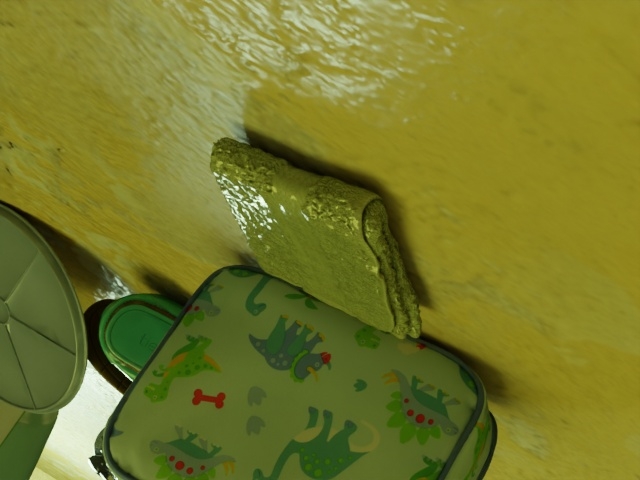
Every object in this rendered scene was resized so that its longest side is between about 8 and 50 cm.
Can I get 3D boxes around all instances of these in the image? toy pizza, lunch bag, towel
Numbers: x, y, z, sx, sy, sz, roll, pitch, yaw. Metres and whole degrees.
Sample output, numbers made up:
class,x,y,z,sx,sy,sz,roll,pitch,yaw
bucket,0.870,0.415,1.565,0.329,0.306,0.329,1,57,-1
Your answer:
class,x,y,z,sx,sy,sz,roll,pitch,yaw
toy pizza,-0.269,0.056,1.143,0.201,0.032,0.201,17,119,33
lunch bag,-0.016,0.127,0.822,0.219,0.176,0.090,23,159,24
towel,0.000,0.000,0.714,0.110,0.027,0.148,24,160,26

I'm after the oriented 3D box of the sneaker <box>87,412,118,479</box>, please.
class,x,y,z,sx,sy,sz,roll,pitch,yaw
sneaker,-0.236,0.265,1.629,0.153,0.101,0.269,25,157,32

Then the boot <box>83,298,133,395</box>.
class,x,y,z,sx,sy,sz,roll,pitch,yaw
boot,-0.124,0.139,1.186,0.213,0.077,0.165,31,164,2

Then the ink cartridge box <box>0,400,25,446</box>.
class,x,y,z,sx,sy,sz,roll,pitch,yaw
ink cartridge box,-0.412,0.084,1.299,0.278,0.201,0.117,26,159,19

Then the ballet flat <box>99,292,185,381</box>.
class,x,y,z,sx,sy,sz,roll,pitch,yaw
ballet flat,-0.067,0.118,1.059,0.247,0.083,0.087,35,-175,-7

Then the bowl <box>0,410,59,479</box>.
class,x,y,z,sx,sy,sz,roll,pitch,yaw
bowl,-0.415,0.164,1.465,0.311,0.163,0.311,44,-171,-9
